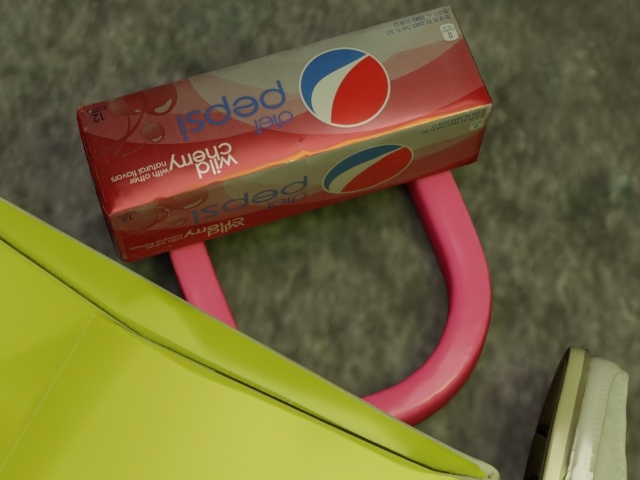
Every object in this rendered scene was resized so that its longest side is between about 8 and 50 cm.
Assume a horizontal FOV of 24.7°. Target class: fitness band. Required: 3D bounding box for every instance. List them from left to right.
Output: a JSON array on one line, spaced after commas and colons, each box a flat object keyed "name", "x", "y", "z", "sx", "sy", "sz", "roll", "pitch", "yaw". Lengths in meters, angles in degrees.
[{"name": "fitness band", "x": 0.000, "y": 0.000, "z": 1.028, "sx": 0.209, "sy": 0.054, "sz": 0.290, "roll": -19, "pitch": 69, "yaw": -6}]

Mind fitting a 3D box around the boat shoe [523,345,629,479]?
[{"name": "boat shoe", "x": 0.170, "y": 0.220, "z": 0.904, "sx": 0.103, "sy": 0.113, "sz": 0.302, "roll": 9, "pitch": 79, "yaw": 5}]

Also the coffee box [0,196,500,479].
[{"name": "coffee box", "x": -0.127, "y": 0.202, "z": 0.773, "sx": 0.338, "sy": 0.334, "sz": 0.337, "roll": 28, "pitch": 81, "yaw": 13}]

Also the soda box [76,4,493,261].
[{"name": "soda box", "x": -0.023, "y": -0.070, "z": 0.983, "sx": 0.263, "sy": 0.092, "sz": 0.083, "roll": -17, "pitch": 69, "yaw": -8}]
